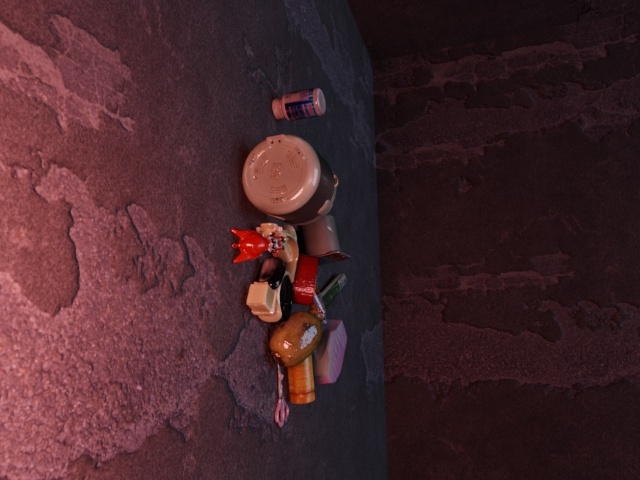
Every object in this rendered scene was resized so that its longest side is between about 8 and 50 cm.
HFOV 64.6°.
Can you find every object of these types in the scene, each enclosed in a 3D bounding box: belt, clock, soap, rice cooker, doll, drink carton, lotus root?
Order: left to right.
[{"bbox_3d":[-0.194,0.012,1.580,0.057,0.169,0.109,164,-78,-69],"label":"doll"},{"bbox_3d":[-0.150,0.088,1.732,0.276,0.120,0.378,61,30,-59],"label":"clock"},{"bbox_3d":[-0.102,-0.198,1.710,0.277,0.289,0.288,26,60,-71],"label":"rice cooker"},{"bbox_3d":[-0.076,0.147,1.927,0.128,0.124,0.200,105,-7,-63],"label":"belt"},{"bbox_3d":[-0.067,0.326,1.785,0.278,0.154,0.154,-44,132,-35],"label":"lotus root"},{"bbox_3d":[0.000,0.000,2.135,0.185,0.191,0.189,13,63,-69],"label":"drink carton"},{"bbox_3d":[0.027,0.486,2.177,0.323,0.109,0.192,-72,151,-49],"label":"soap"}]

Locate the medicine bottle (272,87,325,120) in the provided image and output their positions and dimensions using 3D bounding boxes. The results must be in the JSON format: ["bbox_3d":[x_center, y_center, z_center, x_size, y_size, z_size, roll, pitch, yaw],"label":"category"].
[{"bbox_3d":[-0.084,-0.524,1.963,0.107,0.192,0.106,-5,90,-72],"label":"medicine bottle"}]

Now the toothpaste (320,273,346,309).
[{"bbox_3d":[0.055,0.239,2.413,0.392,0.061,0.098,-42,120,-63],"label":"toothpaste"}]

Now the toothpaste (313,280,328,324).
[{"bbox_3d":[-0.022,0.248,2.194,0.089,0.057,0.234,-30,106,-64],"label":"toothpaste"}]

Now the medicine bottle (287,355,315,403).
[{"bbox_3d":[-0.074,0.498,1.878,0.096,0.097,0.191,-2,87,-72],"label":"medicine bottle"}]

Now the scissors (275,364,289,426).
[{"bbox_3d":[-0.138,0.544,1.790,0.110,0.021,0.212,13,74,-74],"label":"scissors"}]
